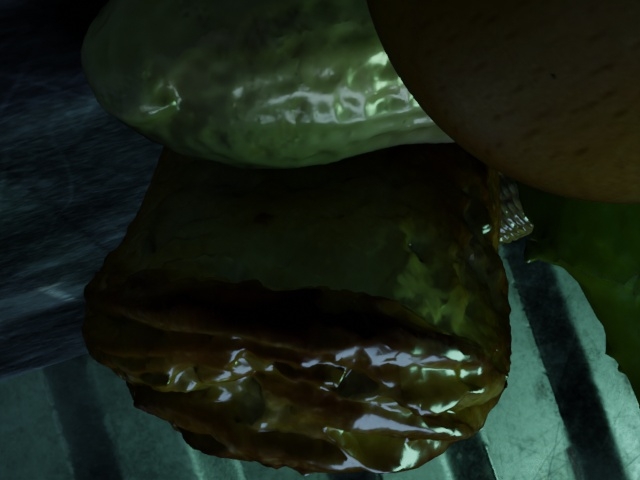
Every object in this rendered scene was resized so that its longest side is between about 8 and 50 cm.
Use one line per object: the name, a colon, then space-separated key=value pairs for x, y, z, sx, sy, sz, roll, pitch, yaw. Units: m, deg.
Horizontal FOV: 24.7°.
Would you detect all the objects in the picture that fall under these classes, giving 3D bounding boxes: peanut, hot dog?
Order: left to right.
hot dog: x=-0.001 y=0.004 z=0.627 sx=0.175 sy=0.114 sz=0.259 roll=8 pitch=-148 yaw=5
peanut: x=0.014 y=-0.080 z=0.564 sx=0.214 sy=0.098 sz=0.090 roll=-11 pitch=157 yaw=-21

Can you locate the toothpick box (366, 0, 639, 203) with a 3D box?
toothpick box: x=0.129 y=-0.097 z=0.314 sx=0.192 sy=0.192 sz=0.294 roll=-16 pitch=179 yaw=-25

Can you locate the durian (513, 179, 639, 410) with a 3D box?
durian: x=0.219 y=-0.065 z=0.677 sx=0.339 sy=0.204 sz=0.256 roll=-58 pitch=174 yaw=1

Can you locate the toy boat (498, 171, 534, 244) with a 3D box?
toy boat: x=0.165 y=-0.071 z=1.056 sx=0.310 sy=0.115 sz=0.089 roll=-23 pitch=174 yaw=35
